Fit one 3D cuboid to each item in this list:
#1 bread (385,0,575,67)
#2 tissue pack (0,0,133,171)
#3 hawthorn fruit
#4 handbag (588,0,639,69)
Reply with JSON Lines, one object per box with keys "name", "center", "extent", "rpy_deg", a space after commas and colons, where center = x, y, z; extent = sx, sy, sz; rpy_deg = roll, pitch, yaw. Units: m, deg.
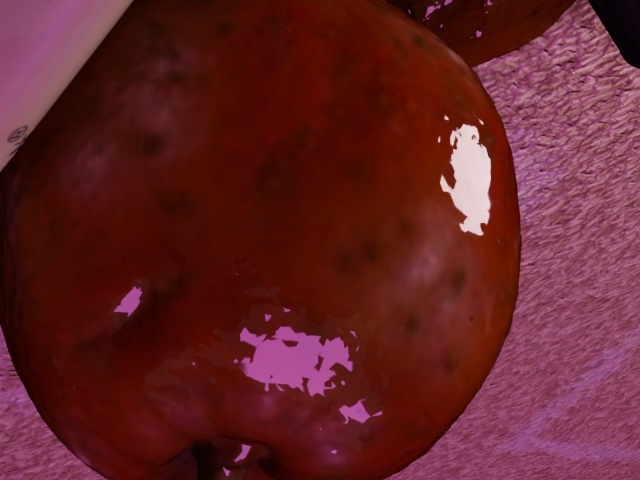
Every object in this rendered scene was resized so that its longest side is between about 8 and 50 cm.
{"name": "bread", "center": [0.124, -0.217, 0.708], "extent": [0.344, 0.084, 0.124], "rpy_deg": [-23, 151, 2]}
{"name": "tissue pack", "center": [-0.175, -0.220, 0.385], "extent": [0.205, 0.331, 0.405], "rpy_deg": [32, 117, -30]}
{"name": "hawthorn fruit", "center": [-0.058, 0.020, 0.568], "extent": [0.403, 0.402, 0.402], "rpy_deg": [-11, 137, -11]}
{"name": "handbag", "center": [0.327, -0.276, 0.662], "extent": [0.308, 0.093, 0.253], "rpy_deg": [33, 85, -42]}
